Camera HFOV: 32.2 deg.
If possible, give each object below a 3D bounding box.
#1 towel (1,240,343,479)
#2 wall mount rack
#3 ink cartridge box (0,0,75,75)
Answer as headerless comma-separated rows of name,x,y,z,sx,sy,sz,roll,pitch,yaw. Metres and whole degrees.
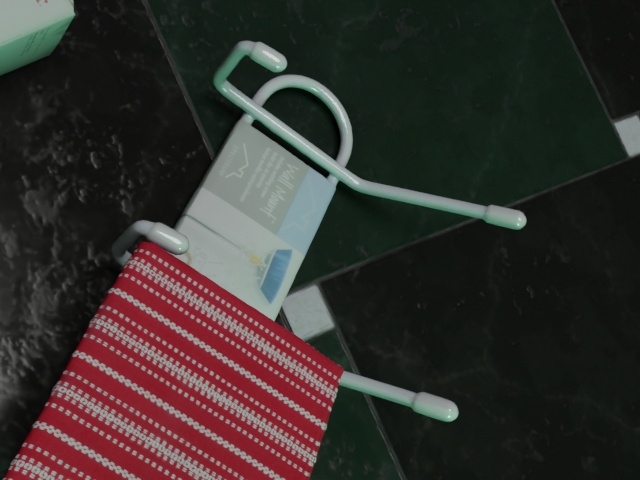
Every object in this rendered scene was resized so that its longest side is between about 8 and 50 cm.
towel,-0.101,0.150,0.777,0.199,0.031,0.275,35,48,-14
wall mount rack,0.000,0.000,0.966,0.304,0.130,0.350,34,61,-15
ink cartridge box,-0.328,-0.191,0.878,0.212,0.093,0.154,-33,91,-32
